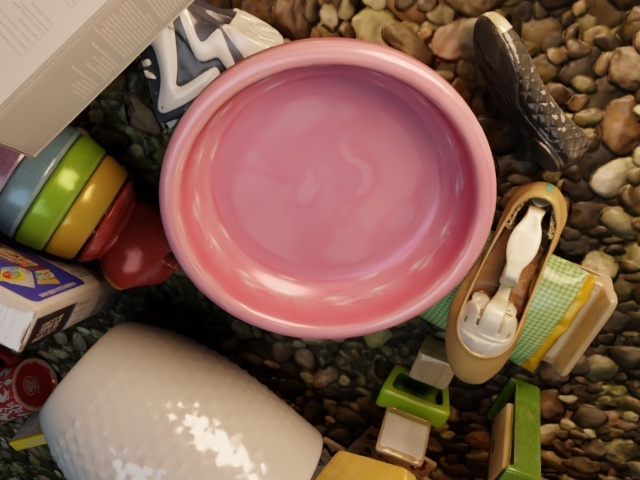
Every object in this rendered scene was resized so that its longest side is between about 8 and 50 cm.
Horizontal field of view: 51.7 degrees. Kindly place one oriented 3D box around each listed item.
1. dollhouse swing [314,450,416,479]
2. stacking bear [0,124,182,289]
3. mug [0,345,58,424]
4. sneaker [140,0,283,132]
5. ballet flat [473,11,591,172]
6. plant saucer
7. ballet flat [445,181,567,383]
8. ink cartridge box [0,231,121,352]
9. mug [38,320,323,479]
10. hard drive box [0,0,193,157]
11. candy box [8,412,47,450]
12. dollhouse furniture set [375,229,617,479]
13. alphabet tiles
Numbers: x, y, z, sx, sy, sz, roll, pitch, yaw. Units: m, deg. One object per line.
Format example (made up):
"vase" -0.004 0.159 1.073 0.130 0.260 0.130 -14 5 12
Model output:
"dollhouse swing" 0.150 0.474 0.829 0.305 0.315 0.347 29 166 51
"stacking bear" -0.299 -0.040 0.811 0.289 0.175 0.164 33 85 -19
"mug" -0.562 0.254 1.149 0.169 0.113 0.150 -18 118 27
"sneaker" -0.169 -0.192 0.687 0.235 0.094 0.153 24 121 -10
"ballet flat" 0.198 -0.142 0.627 0.173 0.049 0.057 54 169 -19
"plant saucer" 0.007 -0.047 0.684 0.333 0.084 0.332 0 121 -1
"ballet flat" 0.184 0.048 0.683 0.080 0.073 0.232 20 100 13
"ink cartridge box" -0.427 0.012 0.815 0.307 0.303 0.072 26 95 -1
"mug" -0.234 0.309 0.957 0.328 0.276 0.374 40 126 -3
"hard drive box" -0.241 -0.219 0.562 0.232 0.089 0.181 -44 83 0
"candy box" -0.440 0.300 1.136 0.206 0.105 0.027 -20 115 31
"dollhouse furniture set" 0.186 0.152 0.765 0.198 0.151 0.301 20 128 6
"alphabet tiles" 0.072 0.384 1.063 0.198 0.009 0.237 32 127 -4
